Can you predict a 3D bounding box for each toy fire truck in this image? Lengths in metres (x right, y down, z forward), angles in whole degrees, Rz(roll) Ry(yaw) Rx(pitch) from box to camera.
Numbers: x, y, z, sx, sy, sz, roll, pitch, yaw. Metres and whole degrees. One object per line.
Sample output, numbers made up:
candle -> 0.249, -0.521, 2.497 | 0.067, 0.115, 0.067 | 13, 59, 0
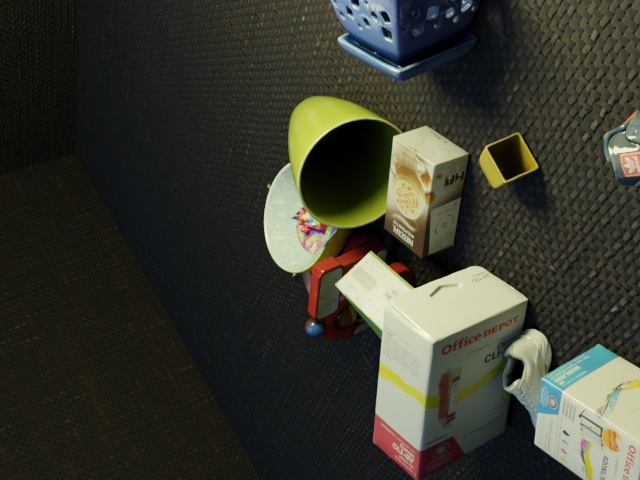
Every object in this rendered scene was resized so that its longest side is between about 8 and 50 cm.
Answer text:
toy fire truck -> 0.071, 0.134, 2.175 | 0.169, 0.253, 0.302 | 47, 145, 34

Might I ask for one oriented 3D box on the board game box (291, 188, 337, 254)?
board game box -> -0.021, -0.048, 2.116 | 0.169, 0.033, 0.133 | -48, 52, 39

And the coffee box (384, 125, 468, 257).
coffee box -> 0.228, -0.105, 1.904 | 0.141, 0.098, 0.247 | 42, 142, 41

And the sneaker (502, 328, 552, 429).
sneaker -> 0.430, 0.308, 1.815 | 0.090, 0.115, 0.232 | 0, 109, 60

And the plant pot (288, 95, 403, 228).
plant pot -> 0.033, -0.219, 2.035 | 0.293, 0.274, 0.275 | -123, 26, -53

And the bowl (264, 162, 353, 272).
bowl -> -0.004, -0.056, 2.249 | 0.289, 0.156, 0.290 | -8, 80, 51

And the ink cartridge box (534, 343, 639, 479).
ink cartridge box -> 0.540, 0.342, 1.590 | 0.232, 0.168, 0.171 | 34, 135, 46

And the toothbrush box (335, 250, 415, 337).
toothbrush box -> 0.186, 0.186, 2.013 | 0.206, 0.122, 0.283 | 43, 173, 44

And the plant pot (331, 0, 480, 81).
plant pot -> 0.163, -0.450, 1.658 | 0.236, 0.236, 0.212 | 39, 147, 43

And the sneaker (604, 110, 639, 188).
sneaker -> 0.496, -0.117, 1.219 | 0.350, 0.148, 0.131 | -76, -28, -80

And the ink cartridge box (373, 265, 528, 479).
ink cartridge box -> 0.276, 0.284, 1.878 | 0.160, 0.279, 0.385 | 37, 136, 44

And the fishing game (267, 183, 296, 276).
fishing game -> -0.119, -0.024, 2.628 | 0.189, 0.041, 0.264 | 42, 142, 44

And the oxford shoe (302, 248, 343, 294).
oxford shoe -> 0.000, 0.000, 2.396 | 0.130, 0.123, 0.348 | -22, 88, 36

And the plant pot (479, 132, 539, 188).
plant pot -> 0.356, -0.146, 1.681 | 0.081, 0.081, 0.083 | 63, 163, 10
